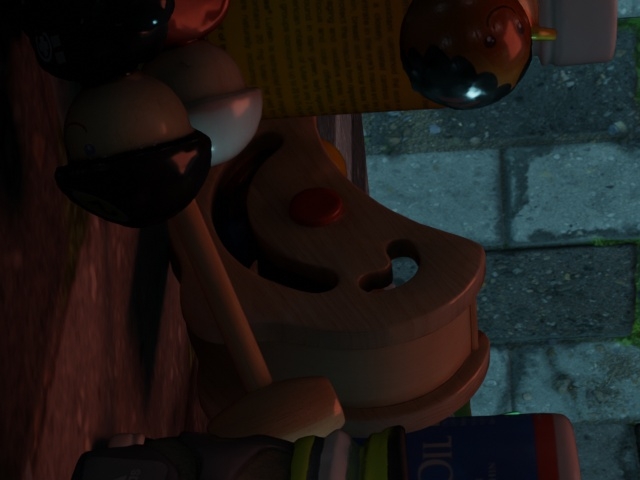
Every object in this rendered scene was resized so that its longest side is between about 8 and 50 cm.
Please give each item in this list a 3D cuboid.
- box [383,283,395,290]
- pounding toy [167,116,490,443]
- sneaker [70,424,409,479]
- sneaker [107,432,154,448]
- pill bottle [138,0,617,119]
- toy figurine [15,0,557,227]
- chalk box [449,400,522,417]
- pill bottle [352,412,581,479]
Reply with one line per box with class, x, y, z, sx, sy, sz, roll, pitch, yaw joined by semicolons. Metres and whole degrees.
box;0.021;0.130;1.588;0.042;0.109;0.178;70;17;-61
pounding toy;0.000;0.000;0.907;0.269;0.154;0.155;-108;-171;-50
sneaker;-0.053;0.134;0.672;0.300;0.121;0.111;115;-15;-59
sneaker;-0.029;0.155;0.853;0.217;0.121;0.079;81;7;-53
pill bottle;0.020;-0.131;0.889;0.136;0.245;0.136;-3;90;-85
toy figurine;-0.011;-0.102;0.712;0.213;0.209;0.148;-60;136;-79
chalk box;0.084;0.199;1.671;0.132;0.213;0.132;-87;172;-54
pill bottle;0.032;0.161;0.985;0.124;0.221;0.124;-4;90;-86
